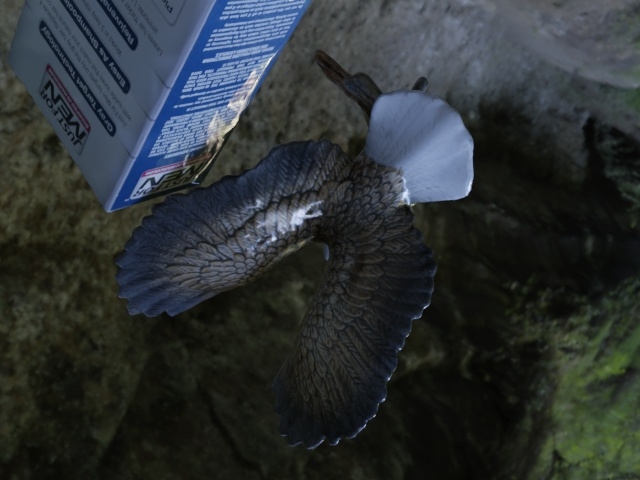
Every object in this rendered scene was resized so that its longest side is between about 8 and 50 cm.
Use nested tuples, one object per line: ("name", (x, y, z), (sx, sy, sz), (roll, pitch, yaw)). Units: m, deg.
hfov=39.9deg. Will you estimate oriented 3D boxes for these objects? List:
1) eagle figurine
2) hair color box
("eagle figurine", (0.003, 0.006, 0.769), (0.226, 0.298, 0.225), (27, 158, 42))
("hair color box", (-0.108, -0.196, 0.646), (0.105, 0.347, 0.174), (-22, -110, -43))
